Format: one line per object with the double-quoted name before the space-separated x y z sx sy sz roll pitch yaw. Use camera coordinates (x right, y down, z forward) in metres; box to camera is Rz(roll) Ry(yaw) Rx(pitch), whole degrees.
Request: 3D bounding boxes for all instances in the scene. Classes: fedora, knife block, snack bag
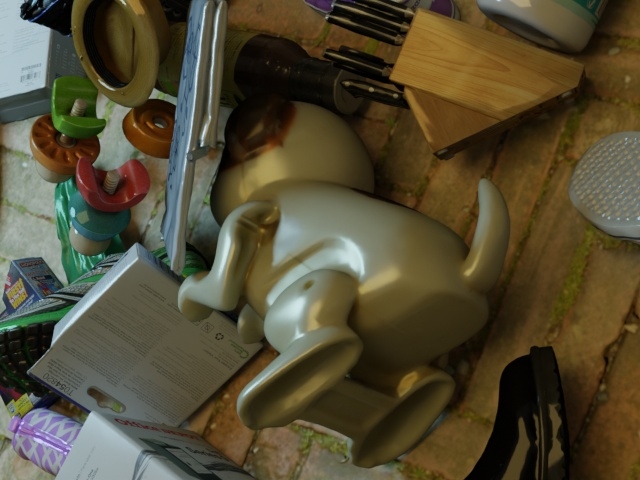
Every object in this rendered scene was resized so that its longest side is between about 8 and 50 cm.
"fedora" -0.260 -0.279 2.015 0.194 0.079 0.194 25 129 35
"knife block" 0.150 -0.232 1.774 0.276 0.088 0.242 -24 84 10
"snack bag" -0.161 -0.140 1.863 0.323 0.037 0.342 -133 50 -77

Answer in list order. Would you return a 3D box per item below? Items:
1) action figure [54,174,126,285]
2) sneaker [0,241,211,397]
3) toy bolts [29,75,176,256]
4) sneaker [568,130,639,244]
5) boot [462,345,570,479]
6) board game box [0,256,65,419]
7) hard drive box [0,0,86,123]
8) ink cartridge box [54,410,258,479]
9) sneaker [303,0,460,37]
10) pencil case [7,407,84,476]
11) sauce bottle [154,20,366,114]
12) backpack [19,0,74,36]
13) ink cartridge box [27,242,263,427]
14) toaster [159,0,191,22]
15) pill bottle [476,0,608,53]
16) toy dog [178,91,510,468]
"action figure" -0.338 -0.027 2.151 0.137 0.063 0.232 -29 64 27
"sneaker" -0.304 0.103 2.004 0.344 0.134 0.146 -18 37 -6
"toy bolts" -0.297 -0.089 2.080 0.158 0.218 0.228 120 148 -42
"sneaker" 0.402 -0.031 1.610 0.126 0.127 0.321 -59 28 -2
"boot" 0.139 0.281 1.620 0.260 0.131 0.347 3 76 11
"board game box" -0.410 0.132 2.128 0.194 0.060 0.194 -40 70 33
"hard drive box" -0.454 -0.317 2.308 0.181 0.089 0.232 -8 71 33
"ink cartridge box" -0.157 0.337 1.816 0.289 0.211 0.121 30 94 37
"sneaker" 0.039 -0.348 1.930 0.282 0.161 0.102 23 91 39
"pencil case" -0.334 0.296 2.031 0.206 0.088 0.086 15 86 38
"sauce bottle" -0.093 -0.230 2.014 0.344 0.111 0.111 15 84 39
"backpack" -0.338 -0.391 2.077 0.173 0.117 0.158 -35 53 31
"ink cartridge box" -0.229 0.144 1.928 0.224 0.223 0.045 -44 28 13
"toaster" -0.256 -0.357 2.162 0.227 0.129 0.146 -43 52 21
"pill bottle" 0.303 -0.368 1.759 0.146 0.146 0.264 27 91 38
"toy dog" 0.000 0.000 1.766 0.395 0.285 0.408 -52 46 23
